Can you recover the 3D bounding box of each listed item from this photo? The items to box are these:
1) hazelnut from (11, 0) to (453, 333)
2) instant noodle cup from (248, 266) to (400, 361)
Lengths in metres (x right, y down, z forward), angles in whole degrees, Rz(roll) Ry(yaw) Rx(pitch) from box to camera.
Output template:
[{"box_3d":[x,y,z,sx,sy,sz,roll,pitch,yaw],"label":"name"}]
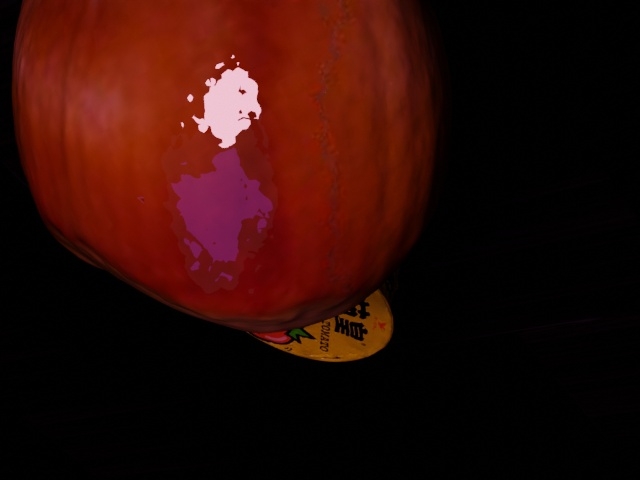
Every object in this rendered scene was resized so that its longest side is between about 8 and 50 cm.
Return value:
[{"box_3d":[-0.066,-0.110,0.985,0.366,0.365,0.365,14,143,10],"label":"hazelnut"},{"box_3d":[0.000,0.000,1.232,0.182,0.144,0.182,15,144,11],"label":"instant noodle cup"}]
